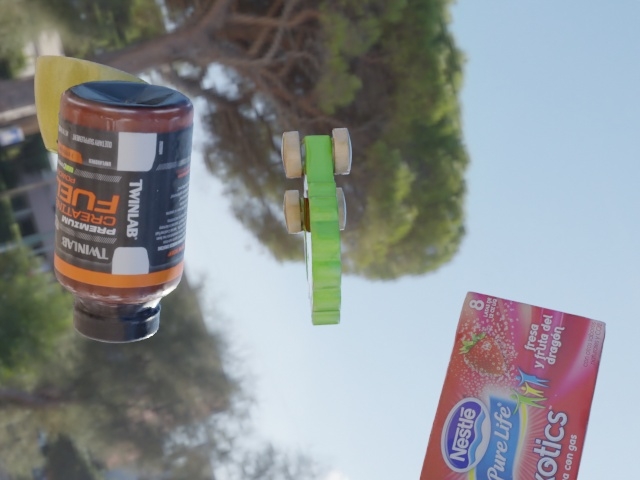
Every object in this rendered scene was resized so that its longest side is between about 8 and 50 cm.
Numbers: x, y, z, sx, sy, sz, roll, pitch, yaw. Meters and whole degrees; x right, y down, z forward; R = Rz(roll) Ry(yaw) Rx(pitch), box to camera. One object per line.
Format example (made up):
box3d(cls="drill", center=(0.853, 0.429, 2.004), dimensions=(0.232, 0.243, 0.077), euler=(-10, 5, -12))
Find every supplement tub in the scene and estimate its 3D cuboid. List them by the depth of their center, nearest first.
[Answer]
box3d(cls="supplement tub", center=(-0.158, -0.021, 0.948), dimensions=(0.106, 0.106, 0.197), euler=(-138, -130, -61))

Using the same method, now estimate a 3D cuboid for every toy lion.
box3d(cls="toy lion", center=(0.000, 0.000, 0.593), dimensions=(0.100, 0.034, 0.096), euler=(93, -6, -65))

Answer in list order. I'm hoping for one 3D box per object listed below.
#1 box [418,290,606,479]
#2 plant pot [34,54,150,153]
box3d(cls="box", center=(0.148, 0.189, 0.989), dimensions=(0.128, 0.123, 0.256), euler=(81, 24, -65))
box3d(cls="plant pot", center=(-0.260, -0.139, 1.325), dimensions=(0.134, 0.134, 0.095), euler=(172, -69, -74))
